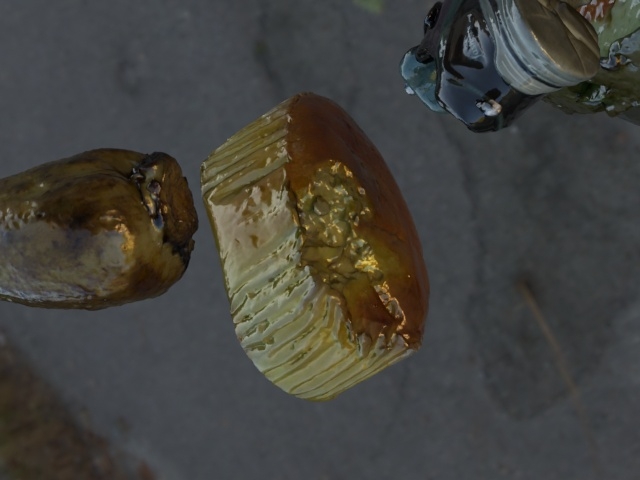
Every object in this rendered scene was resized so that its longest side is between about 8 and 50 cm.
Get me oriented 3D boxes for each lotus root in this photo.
[{"bbox_3d":[-0.164,-0.003,1.095,0.190,0.108,0.095,-7,92,23],"label":"lotus root"}]

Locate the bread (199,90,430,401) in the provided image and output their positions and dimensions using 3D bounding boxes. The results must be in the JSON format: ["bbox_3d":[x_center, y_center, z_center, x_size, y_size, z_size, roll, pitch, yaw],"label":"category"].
[{"bbox_3d":[0.000,0.000,1.511,0.133,0.179,0.250,-29,47,23],"label":"bread"}]

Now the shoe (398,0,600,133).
[{"bbox_3d":[0.078,-0.099,0.884,0.071,0.169,0.099,40,114,-19],"label":"shoe"}]

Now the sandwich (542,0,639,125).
[{"bbox_3d":[0.223,-0.161,1.100,0.109,0.212,0.292,26,143,-17],"label":"sandwich"}]
